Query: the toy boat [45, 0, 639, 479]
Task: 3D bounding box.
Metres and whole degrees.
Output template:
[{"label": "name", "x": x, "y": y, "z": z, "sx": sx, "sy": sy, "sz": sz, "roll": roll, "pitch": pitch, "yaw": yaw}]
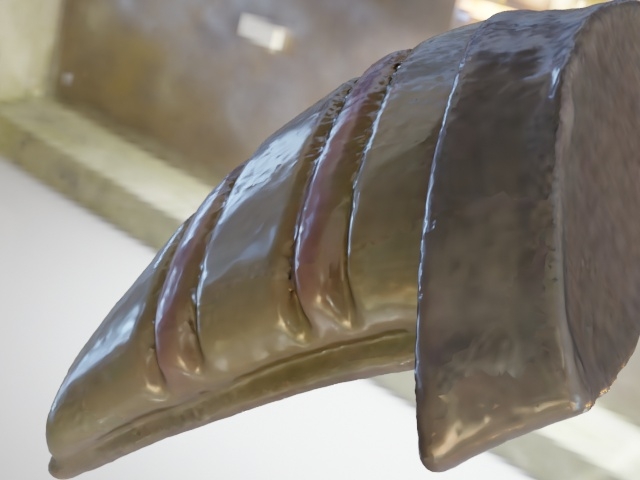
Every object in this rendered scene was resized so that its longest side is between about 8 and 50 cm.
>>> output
[{"label": "toy boat", "x": 0.029, "y": -0.015, "z": 0.736, "sx": 0.293, "sy": 0.111, "sz": 0.276, "roll": -1, "pitch": -136, "yaw": 42}]
